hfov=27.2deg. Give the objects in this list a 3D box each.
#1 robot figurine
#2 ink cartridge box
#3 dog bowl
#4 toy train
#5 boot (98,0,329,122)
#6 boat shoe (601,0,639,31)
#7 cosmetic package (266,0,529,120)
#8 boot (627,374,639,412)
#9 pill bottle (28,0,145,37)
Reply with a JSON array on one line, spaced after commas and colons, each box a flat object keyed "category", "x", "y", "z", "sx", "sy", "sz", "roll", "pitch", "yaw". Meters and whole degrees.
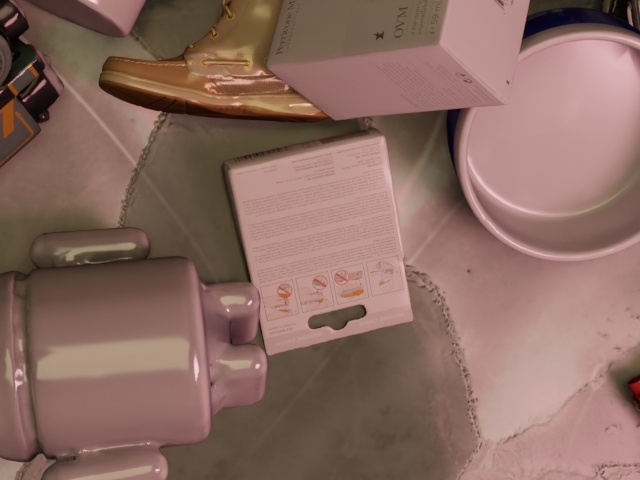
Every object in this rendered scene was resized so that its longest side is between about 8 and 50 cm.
[{"category": "robot figurine", "x": -0.235, "y": 0.124, "z": 1.379, "sx": 0.353, "sy": 0.200, "sz": 0.300, "roll": -4, "pitch": 62, "yaw": -7}, {"category": "ink cartridge box", "x": 0.000, "y": 0.000, "z": 1.497, "sx": 0.181, "sy": 0.056, "sz": 0.224, "roll": -13, "pitch": 109, "yaw": -7}, {"category": "dog bowl", "x": 0.272, "y": -0.115, "z": 1.443, "sx": 0.265, "sy": 0.104, "sz": 0.265, "roll": -2, "pitch": 115, "yaw": -3}, {"category": "toy train", "x": -0.418, "y": -0.109, "z": 1.378, "sx": 0.334, "sy": 0.190, "sz": 0.142, "roll": -45, "pitch": 54, "yaw": -11}, {"category": "boot", "x": -0.108, "y": -0.239, "z": 1.449, "sx": 0.262, "sy": 0.095, "sz": 0.203, "roll": 4, "pitch": 89, "yaw": -16}, {"category": "boat shoe", "x": 0.425, "y": -0.168, "z": 1.520, "sx": 0.114, "sy": 0.091, "sz": 0.302, "roll": -36, "pitch": 93, "yaw": -7}, {"category": "cosmetic package", "x": 0.088, "y": -0.259, "z": 1.380, "sx": 0.138, "sy": 0.225, "sz": 0.224, "roll": 32, "pitch": 64, "yaw": -45}, {"category": "boot", "x": 0.410, "y": 0.249, "z": 1.515, "sx": 0.176, "sy": 0.088, "sz": 0.244, "roll": 26, "pitch": 78, "yaw": -5}, {"category": "pill bottle", "x": -0.206, "y": -0.413, "z": 1.394, "sx": 0.204, "sy": 0.204, "sz": 0.361, "roll": 25, "pitch": 85, "yaw": -6}]
